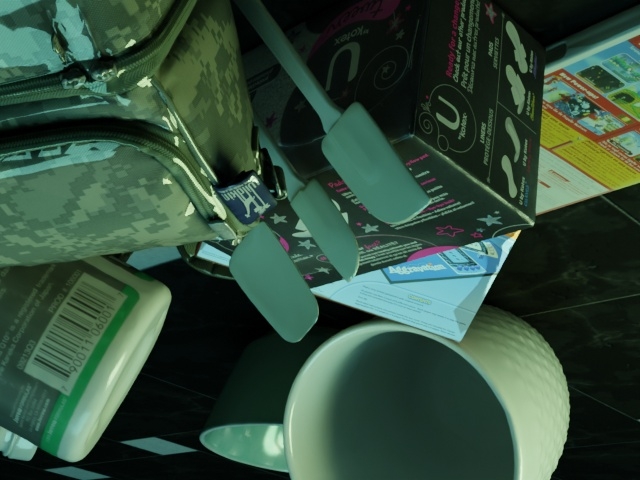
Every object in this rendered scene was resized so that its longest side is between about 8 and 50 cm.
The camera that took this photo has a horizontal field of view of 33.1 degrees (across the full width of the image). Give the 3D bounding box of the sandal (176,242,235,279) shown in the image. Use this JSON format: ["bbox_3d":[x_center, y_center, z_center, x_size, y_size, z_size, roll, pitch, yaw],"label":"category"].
[{"bbox_3d":[-0.001,-0.002,1.115,0.302,0.120,0.086,13,-176,-12],"label":"sandal"}]

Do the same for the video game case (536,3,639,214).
[{"bbox_3d":[0.215,-0.095,0.919,0.204,0.025,0.285,25,151,-35],"label":"video game case"}]

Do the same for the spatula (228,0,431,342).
[{"bbox_3d":[-0.043,-0.066,0.750,0.019,0.242,0.168,-16,153,-47],"label":"spatula"}]

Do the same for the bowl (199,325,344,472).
[{"bbox_3d":[-0.006,0.225,1.535,0.311,0.163,0.311,6,156,3],"label":"bowl"}]

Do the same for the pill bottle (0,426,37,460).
[{"bbox_3d":[-0.611,0.249,1.714,0.333,0.188,0.188,16,155,-21],"label":"pill bottle"}]

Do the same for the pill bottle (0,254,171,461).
[{"bbox_3d":[-0.352,0.053,1.089,0.361,0.204,0.204,29,155,0],"label":"pill bottle"}]

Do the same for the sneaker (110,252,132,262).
[{"bbox_3d":[-0.295,0.015,1.236,0.271,0.108,0.100,-30,102,34],"label":"sneaker"}]

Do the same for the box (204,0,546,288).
[{"bbox_3d":[0.029,-0.080,0.829,0.247,0.163,0.142,-17,144,42],"label":"box"}]

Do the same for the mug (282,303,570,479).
[{"bbox_3d":[0.140,0.250,1.280,0.276,0.374,0.328,22,-166,24],"label":"mug"}]

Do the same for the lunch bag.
[{"bbox_3d":[-0.195,-0.098,0.670,0.305,0.213,0.256,-9,128,12],"label":"lunch bag"}]

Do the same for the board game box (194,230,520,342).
[{"bbox_3d":[0.035,-0.005,1.035,0.281,0.027,0.145,19,118,-10],"label":"board game box"}]
